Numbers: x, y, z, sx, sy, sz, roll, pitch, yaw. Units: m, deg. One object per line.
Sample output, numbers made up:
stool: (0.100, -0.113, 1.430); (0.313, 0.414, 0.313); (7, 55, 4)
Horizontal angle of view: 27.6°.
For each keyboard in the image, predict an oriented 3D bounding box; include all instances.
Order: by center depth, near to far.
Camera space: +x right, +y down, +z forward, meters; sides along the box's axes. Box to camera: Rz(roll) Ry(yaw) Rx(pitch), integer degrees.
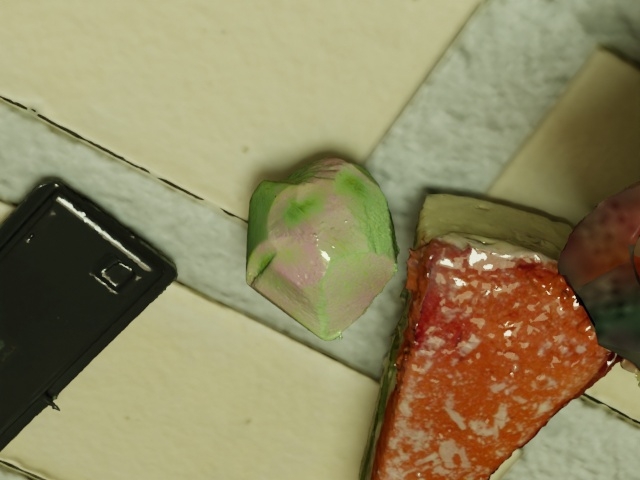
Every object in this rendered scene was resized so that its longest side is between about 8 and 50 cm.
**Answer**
keyboard: (-0.179, 0.064, 0.713); (0.093, 0.025, 0.230); (39, 115, -19)

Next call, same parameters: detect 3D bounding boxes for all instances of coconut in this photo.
coconut: (0.000, 0.000, 0.639); (0.081, 0.083, 0.082); (43, 106, -1)

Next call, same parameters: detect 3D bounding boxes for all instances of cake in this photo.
cake: (0.087, 0.081, 0.684); (0.116, 0.086, 0.220); (7, 121, -1)

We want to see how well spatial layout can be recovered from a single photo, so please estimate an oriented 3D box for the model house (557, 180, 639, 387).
model house: (0.229, 0.019, 0.549); (0.196, 0.160, 0.254); (-48, 157, 2)
